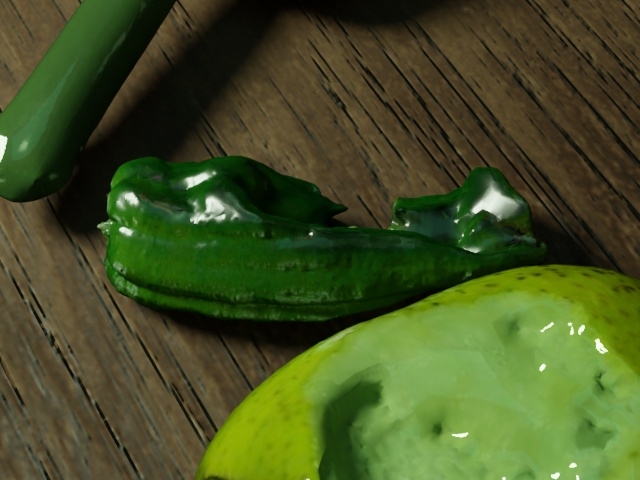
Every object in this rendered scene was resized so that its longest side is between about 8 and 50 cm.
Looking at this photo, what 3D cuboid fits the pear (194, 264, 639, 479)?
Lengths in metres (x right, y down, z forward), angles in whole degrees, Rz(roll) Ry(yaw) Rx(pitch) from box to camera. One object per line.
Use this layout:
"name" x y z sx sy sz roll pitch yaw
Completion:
"pear" 0.106 0.123 0.685 0.293 0.159 0.292 2 52 -3

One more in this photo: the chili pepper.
"chili pepper" 0.000 -0.001 0.815 0.254 0.083 0.099 0 46 -6

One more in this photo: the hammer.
"hammer" -0.111 -0.154 0.906 0.207 0.119 0.335 22 64 13
